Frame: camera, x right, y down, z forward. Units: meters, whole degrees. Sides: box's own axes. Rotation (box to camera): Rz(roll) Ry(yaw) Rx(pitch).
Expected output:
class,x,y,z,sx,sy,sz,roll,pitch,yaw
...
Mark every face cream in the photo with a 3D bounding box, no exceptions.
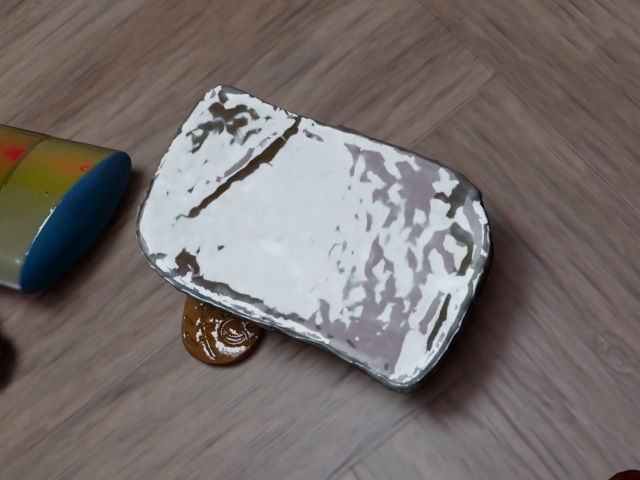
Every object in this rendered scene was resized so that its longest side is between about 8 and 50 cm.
class,x,y,z,sx,sy,sz,roll,pitch,yaw
face cream,-0.305,-0.041,0.862,0.285,0.067,0.139,13,66,22

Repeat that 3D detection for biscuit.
class,x,y,z,sx,sy,sz,roll,pitch,yaw
biscuit,-0.067,0.050,0.776,0.078,0.015,0.091,0,69,19

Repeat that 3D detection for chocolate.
class,x,y,z,sx,sy,sz,roll,pitch,yaw
chocolate,0.000,0.002,0.738,0.254,0.080,0.156,23,79,19

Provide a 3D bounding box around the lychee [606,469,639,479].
class,x,y,z,sx,sy,sz,roll,pitch,yaw
lychee,0.210,0.292,0.361,0.500,0.424,0.424,11,73,27

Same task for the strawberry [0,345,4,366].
class,x,y,z,sx,sy,sz,roll,pitch,yaw
strawberry,-0.320,0.079,0.833,0.152,0.048,0.103,25,72,17
